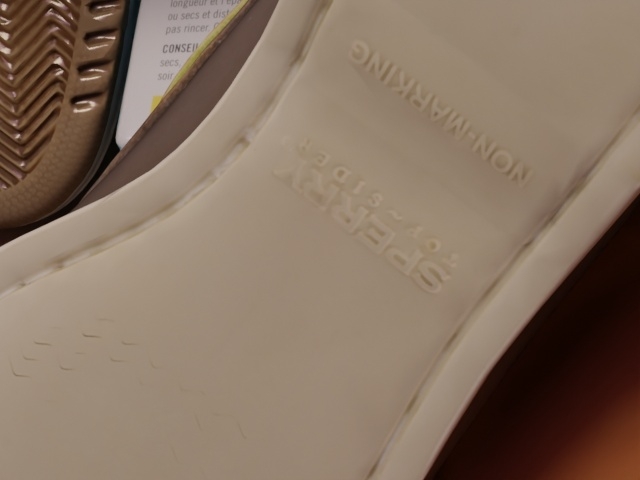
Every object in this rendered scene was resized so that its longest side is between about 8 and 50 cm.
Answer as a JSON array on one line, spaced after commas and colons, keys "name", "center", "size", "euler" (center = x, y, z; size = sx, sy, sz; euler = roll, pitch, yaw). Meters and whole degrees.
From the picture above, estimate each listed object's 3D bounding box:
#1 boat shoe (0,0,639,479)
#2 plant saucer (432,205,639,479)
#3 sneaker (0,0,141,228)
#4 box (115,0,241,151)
[{"name": "boat shoe", "center": [0.000, 0.000, 0.450], "size": [0.116, 0.097, 0.324], "euler": [41, 116, 5]}, {"name": "plant saucer", "center": [0.087, 0.054, 0.428], "size": [0.200, 0.037, 0.200], "euler": [-26, 46, 31]}, {"name": "sneaker", "center": [-0.090, -0.148, 0.615], "size": [0.099, 0.153, 0.282], "euler": [-5, 92, 13]}, {"name": "box", "center": [0.012, -0.121, 0.577], "size": [0.100, 0.060, 0.244], "euler": [-1, 63, 17]}]
